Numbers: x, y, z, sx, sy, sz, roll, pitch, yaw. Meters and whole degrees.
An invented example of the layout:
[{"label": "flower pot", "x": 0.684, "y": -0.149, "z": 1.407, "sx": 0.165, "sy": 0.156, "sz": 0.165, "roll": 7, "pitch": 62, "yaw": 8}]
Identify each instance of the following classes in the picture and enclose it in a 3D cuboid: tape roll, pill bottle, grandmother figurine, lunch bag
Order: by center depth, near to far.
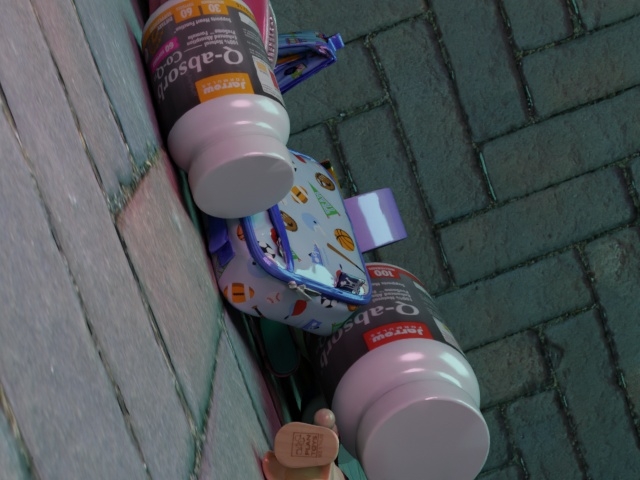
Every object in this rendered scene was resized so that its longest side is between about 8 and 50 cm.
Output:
[{"label": "grandmother figurine", "x": 0.000, "y": 0.317, "z": 1.485, "sx": 0.342, "sy": 0.104, "sz": 0.208, "roll": 75, "pitch": 24, "yaw": -65}, {"label": "pill bottle", "x": -0.131, "y": -0.177, "z": 1.538, "sx": 0.162, "sy": 0.162, "sz": 0.278, "roll": 69, "pitch": 2, "yaw": -58}, {"label": "lunch bag", "x": -0.060, "y": -0.013, "z": 1.644, "sx": 0.243, "sy": 0.115, "sz": 0.303, "roll": 23, "pitch": 35, "yaw": -40}, {"label": "pill bottle", "x": 0.105, "y": 0.196, "z": 1.678, "sx": 0.363, "sy": 0.210, "sz": 0.210, "roll": -115, "pitch": -176, "yaw": -62}, {"label": "tape roll", "x": 0.000, "y": 0.000, "z": 1.940, "sx": 0.275, "sy": 0.275, "sz": 0.090, "roll": 47, "pitch": 24, "yaw": -87}, {"label": "pill bottle", "x": 0.026, "y": 0.304, "z": 1.999, "sx": 0.221, "sy": 0.124, "sz": 0.124, "roll": -88, "pitch": 158, "yaw": -84}, {"label": "lunch bag", "x": -0.100, "y": -0.331, "z": 2.198, "sx": 0.221, "sy": 0.293, "sz": 0.138, "roll": -104, "pitch": 174, "yaw": -75}]

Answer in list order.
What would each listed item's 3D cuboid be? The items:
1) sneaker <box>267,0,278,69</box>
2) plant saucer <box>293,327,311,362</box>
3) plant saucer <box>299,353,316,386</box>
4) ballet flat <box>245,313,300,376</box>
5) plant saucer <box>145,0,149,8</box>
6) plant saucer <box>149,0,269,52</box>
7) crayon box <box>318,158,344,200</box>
[{"label": "sneaker", "x": -0.139, "y": -0.415, "z": 2.064, "sx": 0.161, "sy": 0.102, "sz": 0.282, "roll": -116, "pitch": -165, "yaw": -78}, {"label": "plant saucer", "x": 0.017, "y": 0.178, "z": 2.007, "sx": 0.310, "sy": 0.050, "sz": 0.310, "roll": 43, "pitch": 5, "yaw": -4}, {"label": "plant saucer", "x": 0.034, "y": 0.283, "z": 2.343, "sx": 0.333, "sy": 0.081, "sz": 0.333, "roll": 39, "pitch": -28, "yaw": 60}, {"label": "ballet flat", "x": -0.084, "y": 0.097, "z": 1.771, "sx": 0.079, "sy": 0.077, "sz": 0.221, "roll": -174, "pitch": -112, "yaw": -71}, {"label": "plant saucer", "x": -0.273, "y": -0.517, "z": 2.018, "sx": 0.400, "sy": 0.100, "sz": 0.400, "roll": -19, "pitch": 90, "yaw": -88}, {"label": "plant saucer", "x": -0.175, "y": -0.356, "z": 1.843, "sx": 0.332, "sy": 0.084, "sz": 0.332, "roll": 3, "pitch": 90, "yaw": -70}, {"label": "crayon box", "x": -0.049, "y": -0.039, "z": 2.193, "sx": 0.318, "sy": 0.202, "sz": 0.081, "roll": 63, "pitch": 8, "yaw": -73}]
